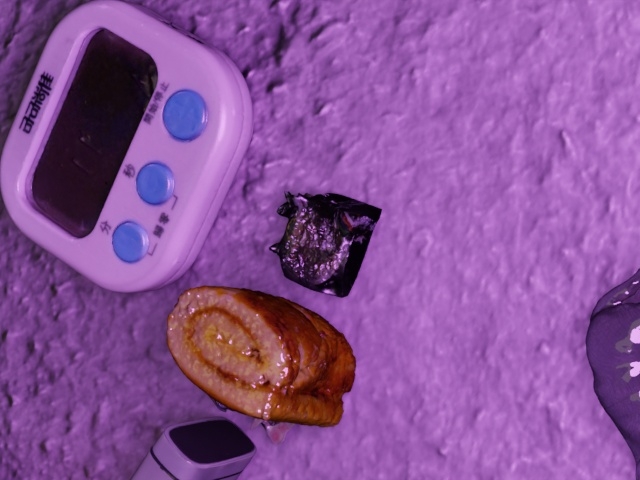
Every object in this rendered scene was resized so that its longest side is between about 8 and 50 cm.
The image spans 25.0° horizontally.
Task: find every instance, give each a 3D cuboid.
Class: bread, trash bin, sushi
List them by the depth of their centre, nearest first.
[{"bbox_3d":[-0.047,0.102,1.287,0.132,0.172,0.103,31,94,25],"label":"bread"},{"bbox_3d":[0.000,0.000,1.334,0.085,0.056,0.083,20,107,27],"label":"sushi"},{"bbox_3d":[-0.136,0.236,1.375,0.059,0.116,0.130,44,112,24],"label":"trash bin"}]

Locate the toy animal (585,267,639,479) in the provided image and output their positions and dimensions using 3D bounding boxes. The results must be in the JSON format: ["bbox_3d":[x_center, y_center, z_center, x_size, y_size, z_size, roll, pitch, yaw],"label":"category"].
[{"bbox_3d":[0.297,0.147,1.151,0.137,0.082,0.269,-21,84,31],"label":"toy animal"}]

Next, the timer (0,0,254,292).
[{"bbox_3d":[-0.189,-0.093,1.420,0.237,0.087,0.262,32,105,25],"label":"timer"}]

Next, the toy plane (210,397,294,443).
[{"bbox_3d":[-0.073,0.149,1.389,0.049,0.031,0.120,-45,67,13],"label":"toy plane"}]
